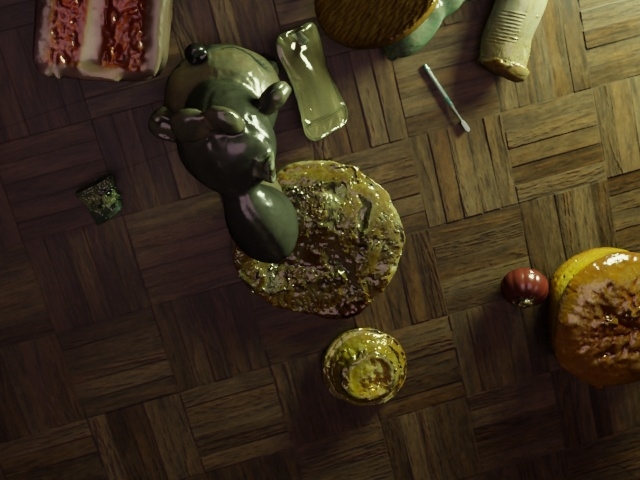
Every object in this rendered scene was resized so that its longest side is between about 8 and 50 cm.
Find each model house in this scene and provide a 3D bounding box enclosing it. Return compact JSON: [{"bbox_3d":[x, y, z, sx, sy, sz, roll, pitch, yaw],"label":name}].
[{"bbox_3d":[-0.423,-0.078,1.772,0.079,0.066,0.083,-27,108,1],"label":"model house"}]

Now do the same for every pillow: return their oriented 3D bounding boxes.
[{"bbox_3d":[-0.016,-0.308,1.762,0.130,0.033,0.217,-35,114,-37],"label":"pillow"}]

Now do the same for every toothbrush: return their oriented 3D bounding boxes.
[{"bbox_3d":[0.256,-0.289,1.845,0.011,0.014,0.167,-36,104,3],"label":"toothbrush"}]

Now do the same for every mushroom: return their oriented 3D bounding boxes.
[{"bbox_3d":[0.385,-0.488,1.774,0.123,0.095,0.351,7,102,7],"label":"mushroom"}]

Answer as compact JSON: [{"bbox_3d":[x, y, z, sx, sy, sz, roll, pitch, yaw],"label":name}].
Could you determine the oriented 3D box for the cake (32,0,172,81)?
[{"bbox_3d":[-0.382,-0.431,1.608,0.237,0.230,0.308,4,105,-7],"label":"cake"}]

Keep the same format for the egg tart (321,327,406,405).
[{"bbox_3d":[0.098,0.278,1.938,0.191,0.074,0.191,-2,104,-10],"label":"egg tart"}]

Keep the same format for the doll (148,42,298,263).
[{"bbox_3d":[-0.172,-0.175,1.661,0.253,0.382,0.378,-2,123,-1],"label":"doll"}]

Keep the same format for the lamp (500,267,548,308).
[{"bbox_3d":[0.435,0.101,1.932,0.101,0.090,0.101,6,147,4],"label":"lamp"}]

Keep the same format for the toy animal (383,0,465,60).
[{"bbox_3d":[0.217,-0.458,1.754,0.251,0.127,0.125,-31,81,-8],"label":"toy animal"}]

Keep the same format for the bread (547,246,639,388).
[{"bbox_3d":[0.621,0.155,1.935,0.312,0.172,0.312,-3,109,-9],"label":"bread"}]

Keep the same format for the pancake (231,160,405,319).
[{"bbox_3d":[0.000,0.001,1.857,0.356,0.065,0.355,-2,106,-6],"label":"pancake"}]

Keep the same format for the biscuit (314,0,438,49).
[{"bbox_3d":[0.111,-0.467,1.686,0.262,0.262,0.037,-44,147,4],"label":"biscuit"}]
